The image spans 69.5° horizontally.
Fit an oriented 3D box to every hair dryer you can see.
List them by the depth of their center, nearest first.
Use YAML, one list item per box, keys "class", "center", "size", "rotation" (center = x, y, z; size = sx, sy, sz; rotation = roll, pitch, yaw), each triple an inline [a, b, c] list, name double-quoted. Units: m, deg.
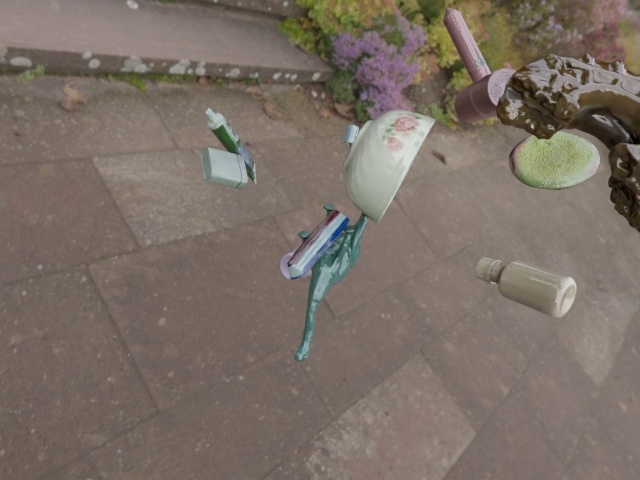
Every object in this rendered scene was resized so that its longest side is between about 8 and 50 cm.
- class: "hair dryer"
  center: [0.458, -0.538, 1.405]
  size: [0.125, 0.210, 0.352]
  rotation: [-31, 99, -9]

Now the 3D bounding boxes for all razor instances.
- class: "razor"
  center: [0.095, -0.274, 1.385]
  size: [0.040, 0.135, 0.068]
  rotation: [6, 61, 13]

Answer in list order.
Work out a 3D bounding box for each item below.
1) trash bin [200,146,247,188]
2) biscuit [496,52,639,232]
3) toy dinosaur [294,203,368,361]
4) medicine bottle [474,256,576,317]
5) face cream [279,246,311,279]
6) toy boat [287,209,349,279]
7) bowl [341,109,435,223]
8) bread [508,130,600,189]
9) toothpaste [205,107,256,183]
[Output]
- class: "trash bin"
  center: [-0.307, -0.229, 1.469]
  size: [0.130, 0.059, 0.116]
  rotation: [8, 56, -42]
- class: "biscuit"
  center: [0.508, -0.197, 0.807]
  size: [0.268, 0.115, 0.366]
  rotation: [-25, 66, -22]
- class: "toy dinosaur"
  center: [0.037, 0.086, 1.188]
  size: [0.129, 0.330, 0.383]
  rotation: [16, 30, 24]
- class: "medicine bottle"
  center: [0.544, 0.113, 1.252]
  size: [0.114, 0.114, 0.252]
  rotation: [-2, 17, -40]
- class: "face cream"
  center: [-0.038, 0.065, 1.640]
  size: [0.096, 0.154, 0.274]
  rotation: [11, 16, 25]
- class: "toy boat"
  center: [0.000, 0.000, 0.994]
  size: [0.046, 0.080, 0.229]
  rotation: [50, 47, -11]
- class: "bowl"
  center: [0.143, -0.189, 1.087]
  size: [0.145, 0.277, 0.277]
  rotation: [30, 40, 4]
- class: "bread"
  center: [0.639, -0.229, 1.270]
  size: [0.033, 0.229, 0.228]
  rotation: [64, 17, -47]
- class: "toothpaste"
  center: [-0.308, -0.338, 1.650]
  size: [0.392, 0.061, 0.098]
  rotation: [54, 25, -61]
